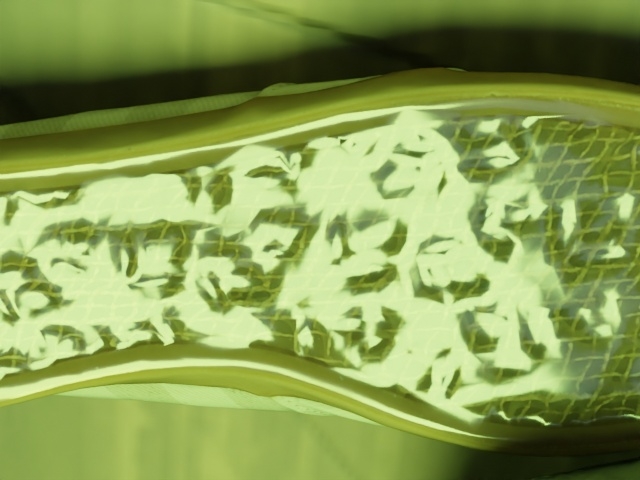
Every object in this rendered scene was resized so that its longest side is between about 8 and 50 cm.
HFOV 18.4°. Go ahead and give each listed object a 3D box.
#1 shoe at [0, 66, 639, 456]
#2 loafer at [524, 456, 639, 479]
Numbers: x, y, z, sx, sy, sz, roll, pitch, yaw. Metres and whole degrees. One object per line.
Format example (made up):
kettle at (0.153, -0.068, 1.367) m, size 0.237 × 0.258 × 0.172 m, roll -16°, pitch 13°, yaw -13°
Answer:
shoe at (0.000, 0.000, 0.403) m, size 0.219 × 0.058 × 0.076 m, roll 1°, pitch 104°, yaw 7°
loafer at (0.161, 0.086, 0.400) m, size 0.319 × 0.111 × 0.112 m, roll 5°, pitch 87°, yaw -4°
